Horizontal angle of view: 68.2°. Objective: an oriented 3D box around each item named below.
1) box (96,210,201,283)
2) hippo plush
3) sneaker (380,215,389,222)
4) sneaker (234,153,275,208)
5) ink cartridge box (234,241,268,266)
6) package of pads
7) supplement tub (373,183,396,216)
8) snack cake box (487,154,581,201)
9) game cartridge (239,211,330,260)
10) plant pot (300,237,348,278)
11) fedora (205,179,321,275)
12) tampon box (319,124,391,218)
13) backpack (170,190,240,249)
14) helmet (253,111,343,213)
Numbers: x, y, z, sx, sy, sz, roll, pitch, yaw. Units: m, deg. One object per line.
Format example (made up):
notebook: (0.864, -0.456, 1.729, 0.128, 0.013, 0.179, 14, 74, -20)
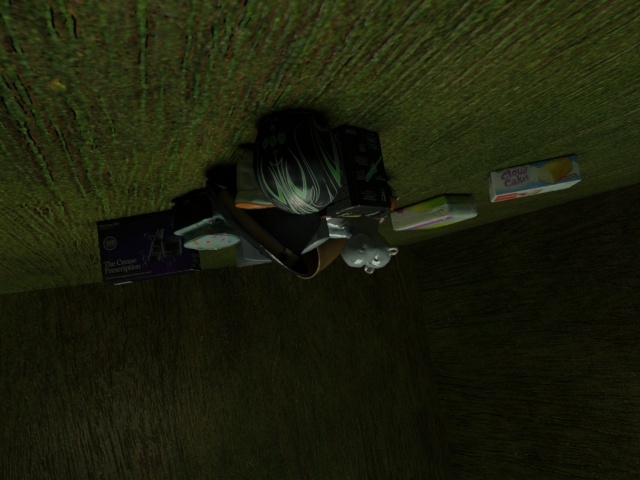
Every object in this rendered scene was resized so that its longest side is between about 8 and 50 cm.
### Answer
box: (-0.502, 0.020, 1.394, 0.261, 0.184, 0.103, -10, 171, 0)
hippo plush: (0.123, -0.004, 1.565, 0.294, 0.236, 0.234, 2, 152, -42)
sneaker: (0.159, -0.079, 1.925, 0.145, 0.090, 0.270, -6, 169, -21)
sneaker: (-0.057, -0.131, 0.974, 0.263, 0.121, 0.099, -8, -175, -42)
ink cartridge box: (-0.180, -0.006, 1.501, 0.189, 0.232, 0.066, -9, 143, -6)
package of pads: (0.487, -0.114, 2.024, 0.229, 0.101, 0.297, -4, 172, -39)
supplement tub: (0.155, -0.123, 1.375, 0.117, 0.116, 0.190, -11, 173, 18)
snack cake box: (0.710, -0.205, 1.595, 0.265, 0.089, 0.152, -11, 175, 14)
game cartridge: (-0.116, -0.044, 1.326, 0.294, 0.196, 0.060, -14, 179, 34)
plant pot: (0.000, 0.000, 1.935, 0.254, 0.237, 0.237, -24, -175, -39)
fedora: (-0.109, -0.069, 1.126, 0.152, 0.334, 0.334, -45, 170, 3)
tampon box: (0.058, -0.132, 0.952, 0.101, 0.160, 0.120, -14, 172, 38)
backpack: (-0.282, -0.052, 1.276, 0.166, 0.144, 0.188, -21, 171, 38)
helmet: (-0.038, -0.128, 0.836, 0.170, 0.161, 0.169, -9, 174, -1)
